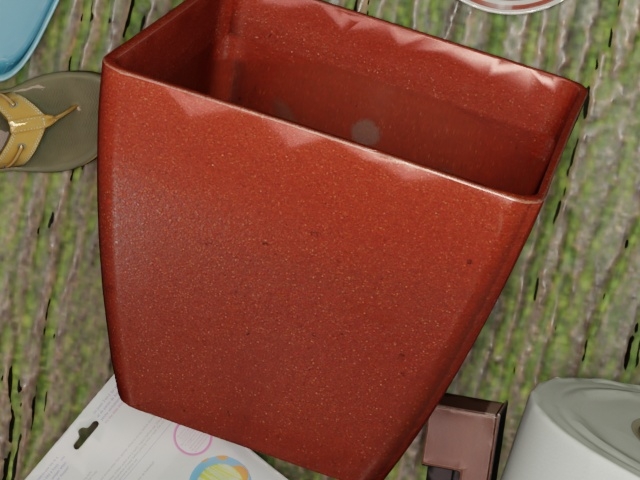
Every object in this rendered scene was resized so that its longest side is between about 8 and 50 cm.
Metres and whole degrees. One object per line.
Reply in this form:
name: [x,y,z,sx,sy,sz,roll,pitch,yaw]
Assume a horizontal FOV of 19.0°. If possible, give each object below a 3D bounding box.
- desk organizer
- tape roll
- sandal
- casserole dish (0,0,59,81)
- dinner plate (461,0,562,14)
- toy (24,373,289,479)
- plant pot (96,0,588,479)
desk organizer: [0.096,0.175,1.343,0.050,0.047,0.130,9,99,11]
tape roll: [0.250,0.183,1.197,0.286,0.286,0.100,18,101,7]
sandal: [-0.228,-0.082,1.365,0.180,0.049,0.072,-2,97,11]
casserole dish: [-0.227,-0.202,1.355,0.114,0.037,0.188,29,101,6]
dinner plate: [0.131,-0.224,1.296,0.141,0.017,0.141,1,97,10]
toy: [-0.083,0.201,1.375,0.237,0.056,0.137,40,99,-2]
plant pot: [0.000,0.000,1.240,0.267,0.267,0.236,18,112,8]
